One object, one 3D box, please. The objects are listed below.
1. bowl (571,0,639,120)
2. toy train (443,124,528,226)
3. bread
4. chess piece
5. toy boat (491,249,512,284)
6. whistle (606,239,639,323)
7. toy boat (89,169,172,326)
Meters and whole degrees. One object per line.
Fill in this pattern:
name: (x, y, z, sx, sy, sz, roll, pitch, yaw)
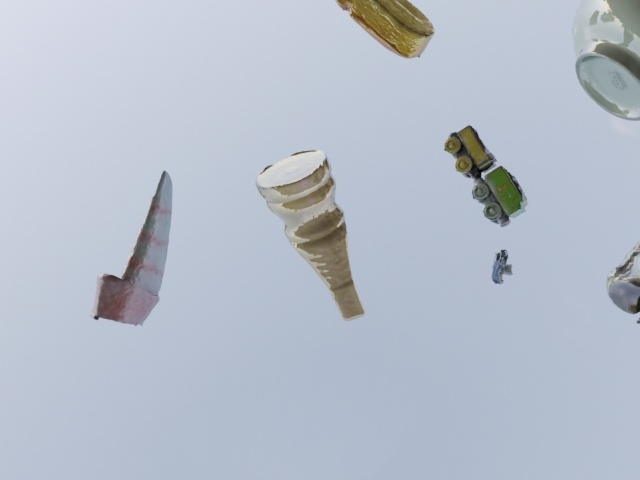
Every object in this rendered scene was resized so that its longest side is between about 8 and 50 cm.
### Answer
bowl: (0.612, -0.350, 1.303, 0.185, 0.354, 0.354, -44, -106, -4)
toy train: (0.299, -0.121, 1.250, 0.081, 0.060, 0.202, -34, -109, 20)
bread: (0.133, -0.490, 1.497, 0.245, 0.094, 0.102, 41, -139, 4)
chess piece: (0.000, 0.000, 0.821, 0.090, 0.200, 0.090, -18, -154, 9)
toy boat: (0.313, 0.049, 1.182, 0.038, 0.083, 0.038, -3, -130, 4)
whistle: (0.413, -0.011, 0.778, 0.326, 0.057, 0.068, -35, -88, -39)
toy boat: (-0.315, 0.013, 1.251, 0.096, 0.206, 0.282, 16, -94, 13)
